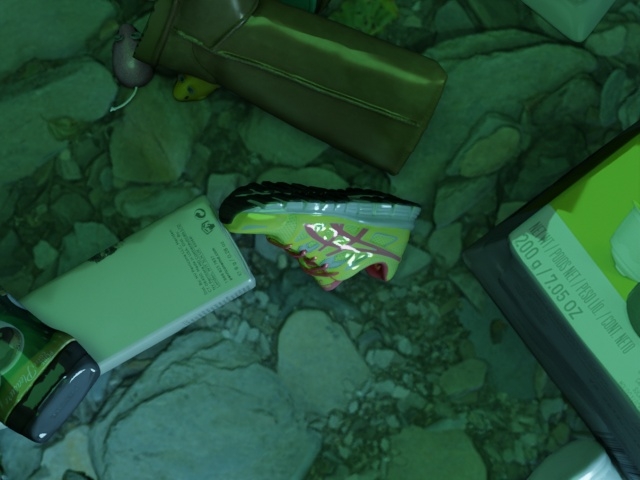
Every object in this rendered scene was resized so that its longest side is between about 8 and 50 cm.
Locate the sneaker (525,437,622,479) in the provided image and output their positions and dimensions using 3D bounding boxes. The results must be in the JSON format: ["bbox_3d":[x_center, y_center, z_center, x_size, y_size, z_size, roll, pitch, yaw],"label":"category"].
[{"bbox_3d":[0.189,0.276,1.602,0.212,0.080,0.094,-32,111,3],"label":"sneaker"}]

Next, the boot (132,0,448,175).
[{"bbox_3d":[-0.010,-0.193,1.552,0.269,0.236,0.089,23,51,-7],"label":"boot"}]

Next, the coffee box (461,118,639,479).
[{"bbox_3d":[0.365,0.039,1.481,0.334,0.338,0.338,-37,88,-3],"label":"coffee box"}]

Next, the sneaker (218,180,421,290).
[{"bbox_3d":[0.000,0.000,1.580,0.208,0.081,0.094,5,101,-32],"label":"sneaker"}]

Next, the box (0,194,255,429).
[{"bbox_3d":[-0.198,0.067,1.590,0.275,0.113,0.094,-29,86,-4],"label":"box"}]

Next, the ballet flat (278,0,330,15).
[{"bbox_3d":[-0.138,-0.313,1.620,0.342,0.116,0.124,21,51,-3],"label":"ballet flat"}]

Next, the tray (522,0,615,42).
[{"bbox_3d":[0.275,-0.335,1.662,0.145,0.030,0.270,38,87,1],"label":"tray"}]

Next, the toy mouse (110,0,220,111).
[{"bbox_3d":[-0.150,-0.195,1.646,0.161,0.031,0.143,-33,87,-3],"label":"toy mouse"}]

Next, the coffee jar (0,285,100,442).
[{"bbox_3d":[-0.282,0.088,1.493,0.184,0.079,0.096,38,83,5],"label":"coffee jar"}]
